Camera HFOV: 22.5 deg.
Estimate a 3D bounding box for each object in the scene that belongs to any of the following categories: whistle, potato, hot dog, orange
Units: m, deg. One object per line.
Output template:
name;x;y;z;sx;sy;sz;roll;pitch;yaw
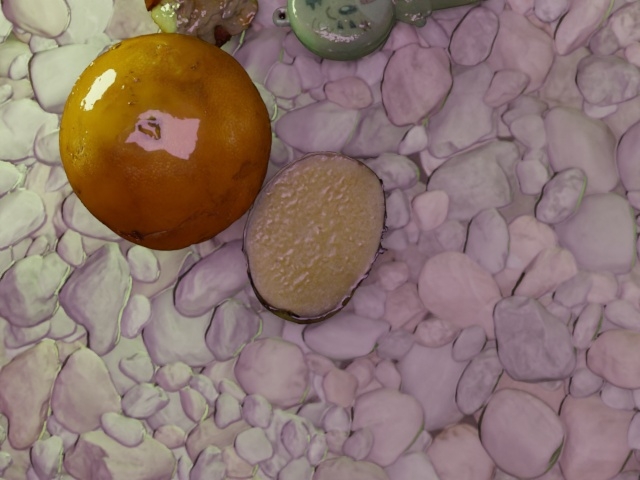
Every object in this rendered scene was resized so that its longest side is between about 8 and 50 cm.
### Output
whistle;0.071;-0.277;1.856;0.258;0.067;0.126;-12;72;-3
potato;0.000;0.000;1.829;0.164;0.081;0.200;20;83;11
hot dog;-0.154;-0.322;1.857;0.146;0.103;0.213;-16;94;-20
orange;-0.169;-0.111;1.775;0.240;0.240;0.240;0;85;3
